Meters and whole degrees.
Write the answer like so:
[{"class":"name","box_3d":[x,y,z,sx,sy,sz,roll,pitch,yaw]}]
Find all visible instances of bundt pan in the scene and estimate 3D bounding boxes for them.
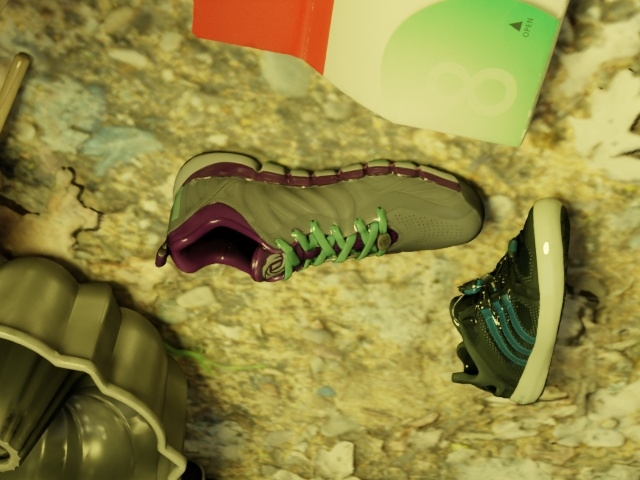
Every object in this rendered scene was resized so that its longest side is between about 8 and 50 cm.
[{"class":"bundt pan","box_3d":[-0.257,0.130,0.996,0.330,0.124,0.331,7,136,7]}]

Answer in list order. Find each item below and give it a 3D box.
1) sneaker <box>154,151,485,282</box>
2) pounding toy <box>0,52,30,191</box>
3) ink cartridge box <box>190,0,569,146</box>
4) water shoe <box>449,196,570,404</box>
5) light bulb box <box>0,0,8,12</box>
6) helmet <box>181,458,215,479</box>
[{"class":"sneaker","box_3d":[0.000,0.000,0.824,0.223,0.098,0.083,3,135,10]},{"class":"pounding toy","box_3d":[-0.263,-0.046,0.829,0.100,0.141,0.130,11,151,2]},{"class":"ink cartridge box","box_3d":[0.032,-0.156,0.694,0.224,0.056,0.181,10,136,0]},{"class":"water shoe","box_3d":[0.134,0.051,0.865,0.080,0.073,0.203,8,135,8]},{"class":"light bulb box","box_3d":[-0.336,-0.188,0.520,0.357,0.361,0.225,10,135,2]},{"class":"helmet","box_3d":[-0.134,0.309,1.123,0.169,0.162,0.169,6,136,6]}]
